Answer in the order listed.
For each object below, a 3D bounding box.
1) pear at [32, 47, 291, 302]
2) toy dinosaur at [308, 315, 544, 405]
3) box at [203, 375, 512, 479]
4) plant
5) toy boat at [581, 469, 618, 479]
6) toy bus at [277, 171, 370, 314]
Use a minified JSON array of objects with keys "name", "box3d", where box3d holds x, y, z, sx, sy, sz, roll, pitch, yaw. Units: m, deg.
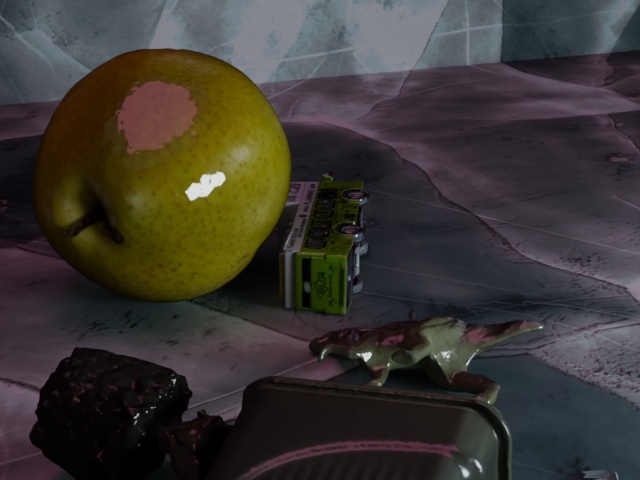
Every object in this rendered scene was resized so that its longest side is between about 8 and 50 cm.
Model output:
[{"name":"pear","box3d":[-0.215,-0.094,1.619,0.363,0.362,0.418,5,19,17]},{"name":"toy dinosaur","box3d":[0.111,0.132,1.386,0.294,0.077,0.162,7,22,21]},{"name":"box","box3d":[0.030,0.234,1.065,0.274,0.138,0.178,3,27,19]},{"name":"plant","box3d":[-0.182,0.194,1.160,0.203,0.131,0.142,19,22,22]},{"name":"toy boat","box3d":[0.269,0.255,1.111,0.105,0.034,0.149,-4,21,-14]},{"name":"toy bus","box3d":[0.000,0.000,1.698,0.139,0.113,0.301,2,23,5]}]
